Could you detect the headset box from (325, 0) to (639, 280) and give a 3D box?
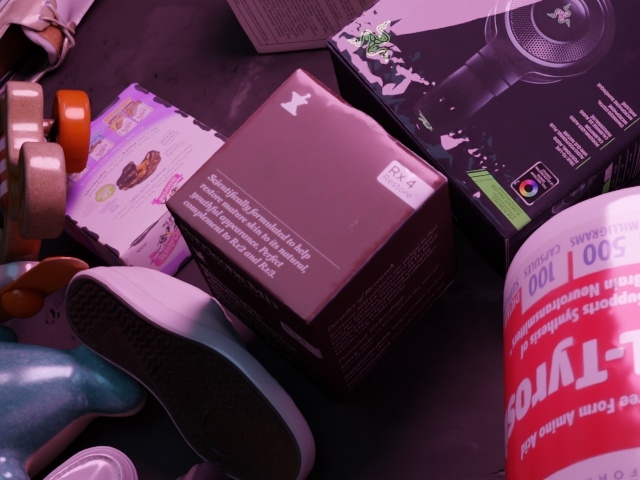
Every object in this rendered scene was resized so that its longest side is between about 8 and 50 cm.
[{"bbox_3d":[0.176,-0.142,1.434,0.283,0.131,0.246,-38,72,-6],"label":"headset box"}]

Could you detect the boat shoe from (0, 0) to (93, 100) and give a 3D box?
[{"bbox_3d":[-0.333,-0.245,1.903,0.302,0.113,0.103,-50,47,-3],"label":"boat shoe"}]

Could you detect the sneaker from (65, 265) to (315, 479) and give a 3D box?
[{"bbox_3d":[-0.091,0.107,1.457,0.290,0.123,0.106,39,119,27],"label":"sneaker"}]

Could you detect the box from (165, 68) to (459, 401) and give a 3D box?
[{"bbox_3d":[0.000,0.000,1.388,0.168,0.203,0.167,39,77,22],"label":"box"}]

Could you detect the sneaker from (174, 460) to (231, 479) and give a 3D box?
[{"bbox_3d":[-0.017,0.310,1.175,0.202,0.185,0.483,-44,47,-11],"label":"sneaker"}]

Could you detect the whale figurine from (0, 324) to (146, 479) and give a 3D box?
[{"bbox_3d":[-0.300,0.146,1.507,0.272,0.141,0.216,-21,44,7],"label":"whale figurine"}]

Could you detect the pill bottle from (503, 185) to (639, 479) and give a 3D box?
[{"bbox_3d":[0.239,0.180,1.110,0.229,0.229,0.407,-13,47,19],"label":"pill bottle"}]

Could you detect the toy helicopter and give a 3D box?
[{"bbox_3d":[-0.274,-0.030,1.496,0.140,0.235,0.355,3,2,-15],"label":"toy helicopter"}]

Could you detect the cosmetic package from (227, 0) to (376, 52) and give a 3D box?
[{"bbox_3d":[0.051,-0.295,1.688,0.309,0.160,0.113,-2,51,27],"label":"cosmetic package"}]

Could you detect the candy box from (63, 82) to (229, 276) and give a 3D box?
[{"bbox_3d":[-0.182,-0.056,1.670,0.165,0.070,0.196,-45,44,-13],"label":"candy box"}]

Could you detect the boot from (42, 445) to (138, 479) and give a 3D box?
[{"bbox_3d":[-0.237,0.256,1.356,0.095,0.123,0.258,31,58,10],"label":"boot"}]
